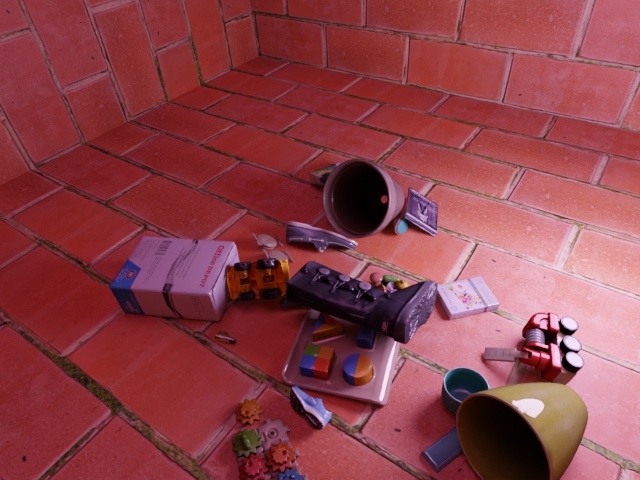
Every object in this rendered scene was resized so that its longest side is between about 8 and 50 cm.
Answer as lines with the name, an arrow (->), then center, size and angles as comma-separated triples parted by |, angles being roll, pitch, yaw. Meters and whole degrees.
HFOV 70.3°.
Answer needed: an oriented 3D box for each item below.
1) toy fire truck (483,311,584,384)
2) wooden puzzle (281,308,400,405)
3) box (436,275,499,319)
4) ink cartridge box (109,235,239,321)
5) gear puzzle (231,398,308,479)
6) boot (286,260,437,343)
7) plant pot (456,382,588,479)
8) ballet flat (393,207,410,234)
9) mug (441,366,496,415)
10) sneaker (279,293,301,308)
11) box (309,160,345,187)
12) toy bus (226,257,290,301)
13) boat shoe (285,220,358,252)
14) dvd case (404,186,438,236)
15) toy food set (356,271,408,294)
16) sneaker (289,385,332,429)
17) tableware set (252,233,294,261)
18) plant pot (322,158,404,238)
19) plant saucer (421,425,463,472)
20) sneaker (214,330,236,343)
toy fire truck -> 0.676, 0.337, 1.464 | 0.247, 0.158, 0.217 | 16, 45, 7
wooden puzzle -> 0.079, 0.359, 1.517 | 0.348, 0.080, 0.322 | 9, 43, 15
box -> 0.537, 0.210, 1.681 | 0.187, 0.038, 0.145 | -11, 41, -6
ink cartridge box -> -0.540, 0.141, 1.751 | 0.396, 0.166, 0.285 | 3, 42, 10
gear puzzle -> -0.163, 0.589, 1.301 | 0.176, 0.044, 0.338 | -17, 43, -14
boot -> 0.152, 0.180, 1.603 | 0.446, 0.146, 0.367 | 14, 18, 28
plant pot -> 0.569, 0.493, 1.215 | 0.294, 0.274, 0.275 | -12, 40, -31
ballet flat -> 0.366, -0.088, 2.023 | 0.067, 0.073, 0.206 | 5, 33, 40
mug -> 0.438, 0.465, 1.349 | 0.158, 0.097, 0.130 | 29, 48, 35
sneaker -> -0.037, 0.215, 1.695 | 0.224, 0.083, 0.098 | -23, 57, -14
box -> 0.135, -0.296, 2.238 | 0.232, 0.058, 0.322 | -26, 39, -33
toy bus -> -0.221, 0.139, 1.747 | 0.221, 0.149, 0.211 | -7, 4, 11
boat shoe -> 0.000, 0.000, 1.947 | 0.320, 0.116, 0.098 | 16, 88, 12
dvd case -> 0.453, -0.131, 2.028 | 0.165, 0.018, 0.221 | 31, 41, -12
toy food set -> 0.239, 0.172, 1.724 | 0.218, 0.071, 0.128 | 4, 42, 9
sneaker -> -0.031, 0.504, 1.391 | 0.073, 0.063, 0.162 | -19, 45, -42
tableware set -> -0.207, 0.045, 1.919 | 0.128, 0.039, 0.194 | 3, 37, -40
plant pot -> 0.213, -0.178, 1.949 | 0.323, 0.322, 0.280 | 26, 18, 30
plant saucer -> 0.379, 0.575, 1.294 | 0.192, 0.018, 0.067 | -26, 45, -22
sneaker -> -0.333, 0.340, 1.610 | 0.084, 0.031, 0.035 | 11, 43, 17
